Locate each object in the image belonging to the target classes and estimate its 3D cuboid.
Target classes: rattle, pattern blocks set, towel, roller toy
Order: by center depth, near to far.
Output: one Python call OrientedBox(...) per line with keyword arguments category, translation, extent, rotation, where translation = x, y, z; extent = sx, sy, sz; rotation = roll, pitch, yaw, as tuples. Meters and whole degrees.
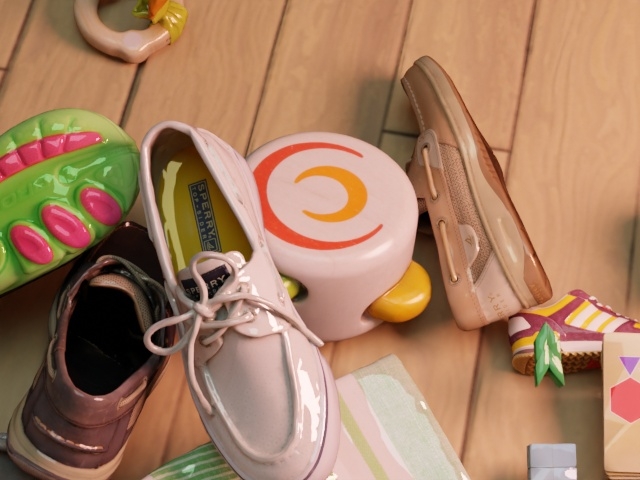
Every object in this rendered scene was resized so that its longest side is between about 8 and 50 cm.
OrientedBox(category="towel", translation=(-0.003, 0.267, 1.559), extent=(0.325, 0.038, 0.248), rotation=(-23, 71, -24))
OrientedBox(category="pattern blocks set", translation=(0.359, 0.162, 1.633), extent=(0.325, 0.026, 0.285), rotation=(10, 78, -1))
OrientedBox(category="roller toy", translation=(0.000, 0.000, 1.709), extent=(0.209, 0.146, 0.191), rotation=(-5, 50, -9))
OrientedBox(category="rattle", translation=(-0.244, -0.302, 1.906), extent=(0.130, 0.143, 0.199), rotation=(-41, 72, -3))

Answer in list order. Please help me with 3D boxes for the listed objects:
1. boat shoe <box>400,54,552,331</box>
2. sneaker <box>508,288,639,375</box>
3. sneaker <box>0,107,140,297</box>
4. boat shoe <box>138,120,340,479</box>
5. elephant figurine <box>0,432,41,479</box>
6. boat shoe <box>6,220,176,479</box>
OrientedBox(category="boat shoe", translation=(0.131, -0.057, 1.760), extent=(0.110, 0.121, 0.341), rotation=(-27, 48, 9))
OrientedBox(category="sneaker", translation=(0.281, 0.086, 1.703), extent=(0.186, 0.069, 0.083), rotation=(-1, 63, -2))
OrientedBox(category="sneaker", translation=(-0.391, 0.018, 1.696), extent=(0.483, 0.202, 0.185), rotation=(-19, 88, 5))
OrientedBox(category="boat shoe", translation=(-0.087, 0.050, 1.521), extent=(0.136, 0.156, 0.367), rotation=(-20, 69, 13))
OrientedBox(category="elephant figurine", translation=(-0.274, 0.259, 1.562), extent=(0.169, 0.186, 0.239), rotation=(-12, 32, 44))
OrientedBox(category="boat shoe", translation=(-0.190, 0.086, 1.608), extent=(0.132, 0.130, 0.355), rotation=(24, 34, -12))
